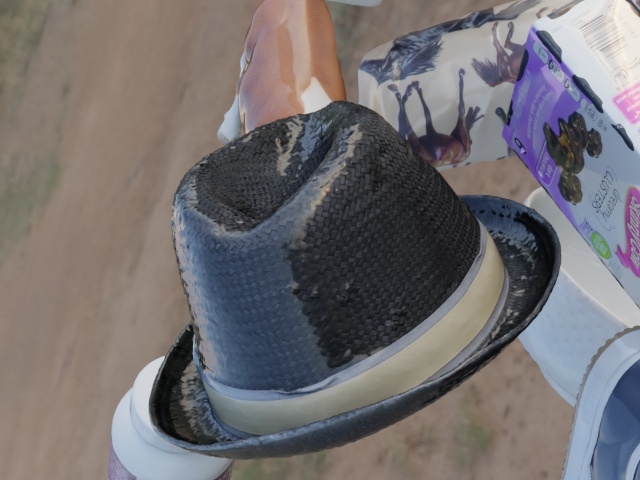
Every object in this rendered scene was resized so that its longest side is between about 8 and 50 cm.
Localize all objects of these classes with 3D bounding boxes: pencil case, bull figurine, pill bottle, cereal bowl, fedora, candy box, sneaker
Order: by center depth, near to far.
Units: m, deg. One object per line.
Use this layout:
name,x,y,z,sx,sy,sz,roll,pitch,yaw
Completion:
fedora,0.000,0.000,0.927,0.152,0.334,0.334,67,173,-20
candy box,0.218,-0.053,0.944,0.196,0.070,0.165,55,167,19
sneaker,0.241,0.214,0.965,0.153,0.099,0.282,-133,36,-50
bull figurine,-0.033,-0.099,1.266,0.188,0.101,0.310,120,159,-48
cereal bowl,0.316,0.096,1.345,0.141,0.339,0.339,-62,22,25
pencil case,0.234,-0.166,1.454,0.160,0.410,0.183,-83,-25,-57
pill bottle,-0.197,0.281,1.837,0.301,0.169,0.169,104,170,-53

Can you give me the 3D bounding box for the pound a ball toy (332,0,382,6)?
pound a ball toy,0.026,-0.401,1.448,0.319,0.136,0.208,97,-176,-67
